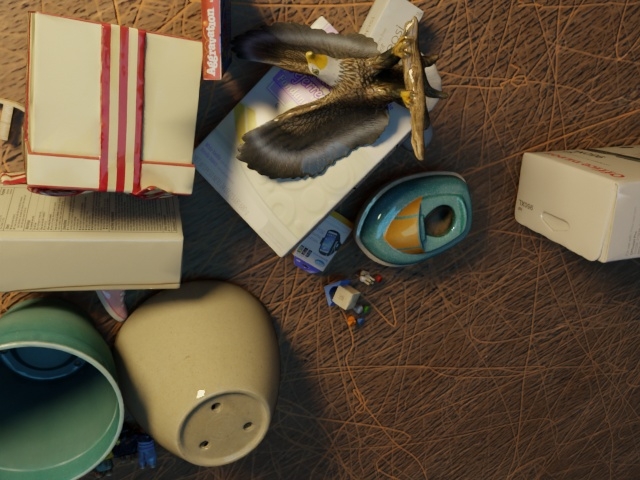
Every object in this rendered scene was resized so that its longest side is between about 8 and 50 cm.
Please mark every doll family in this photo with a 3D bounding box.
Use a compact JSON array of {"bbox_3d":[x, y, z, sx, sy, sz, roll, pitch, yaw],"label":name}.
[{"bbox_3d":[-0.413,0.415,1.193,0.193,0.076,0.111,-6,108,-22],"label":"doll family"}]

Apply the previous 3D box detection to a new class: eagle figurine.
[{"bbox_3d":[0.021,-0.230,0.879,0.225,0.298,0.226,53,47,-37],"label":"eagle figurine"}]

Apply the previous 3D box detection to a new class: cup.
[{"bbox_3d":[-0.206,0.273,1.095,0.331,0.237,0.331,-10,117,-20],"label":"cup"}]

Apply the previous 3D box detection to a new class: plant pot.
[{"bbox_3d":[-0.474,0.227,0.991,0.271,0.255,0.272,-7,113,-16],"label":"plant pot"}]

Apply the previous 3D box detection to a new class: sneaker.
[{"bbox_3d":[-0.373,0.085,1.083,0.070,0.051,0.134,-24,112,-3],"label":"sneaker"}]

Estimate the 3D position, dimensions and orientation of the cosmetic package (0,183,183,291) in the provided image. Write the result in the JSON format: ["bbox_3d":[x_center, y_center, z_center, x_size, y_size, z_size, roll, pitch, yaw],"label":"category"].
[{"bbox_3d":[-0.391,-0.006,0.972,0.309,0.160,0.113,0,126,-18],"label":"cosmetic package"}]

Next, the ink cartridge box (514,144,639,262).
[{"bbox_3d":[0.664,-0.093,1.240,0.394,0.285,0.166,-6,111,-17],"label":"ink cartridge box"}]

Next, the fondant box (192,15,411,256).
[{"bbox_3d":[-0.027,-0.170,1.005,0.330,0.096,0.238,-45,87,7],"label":"fondant box"}]

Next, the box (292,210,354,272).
[{"bbox_3d":[0.000,0.000,1.194,0.081,0.028,0.136,32,100,-27],"label":"box"}]

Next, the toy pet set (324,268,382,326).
[{"bbox_3d":[0.060,0.118,1.256,0.114,0.065,0.122,-2,120,-56],"label":"toy pet set"}]

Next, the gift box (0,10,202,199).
[{"bbox_3d":[-0.321,-0.184,0.860,0.255,0.276,0.258,2,109,-24],"label":"gift box"}]

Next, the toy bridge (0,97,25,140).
[{"bbox_3d":[-0.504,-0.193,0.943,0.188,0.026,0.063,12,105,-24],"label":"toy bridge"}]

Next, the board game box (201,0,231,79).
[{"bbox_3d":[-0.151,-0.326,0.869,0.027,0.281,0.145,-1,111,-6],"label":"board game box"}]

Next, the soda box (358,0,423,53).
[{"bbox_3d":[0.095,-0.335,1.070,0.073,0.069,0.216,23,101,-24],"label":"soda box"}]

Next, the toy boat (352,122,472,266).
[{"bbox_3d":[0.180,-0.094,1.145,0.267,0.148,0.318,-21,115,-15],"label":"toy boat"}]
